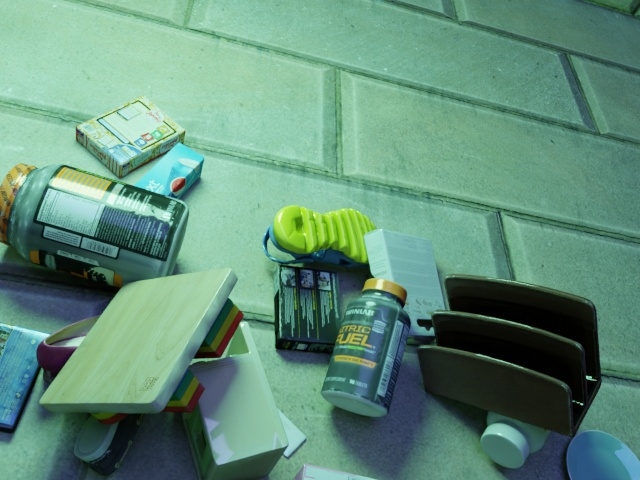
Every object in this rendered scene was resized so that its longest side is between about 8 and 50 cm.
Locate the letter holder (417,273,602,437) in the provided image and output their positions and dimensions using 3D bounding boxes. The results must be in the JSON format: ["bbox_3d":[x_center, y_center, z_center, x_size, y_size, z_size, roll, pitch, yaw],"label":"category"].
[{"bbox_3d":[0.344,0.198,1.210,0.302,0.214,0.152,10,37,40],"label":"letter holder"}]

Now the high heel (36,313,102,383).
[{"bbox_3d":[-0.379,0.149,1.126,0.244,0.117,0.082,-28,66,-36],"label":"high heel"}]

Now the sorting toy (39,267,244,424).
[{"bbox_3d":[-0.266,0.176,1.020,0.089,0.256,0.257,58,39,-31],"label":"sorting toy"}]

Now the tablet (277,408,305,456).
[{"bbox_3d":[-0.072,0.343,1.164,0.083,0.006,0.054,42,51,14],"label":"tablet"}]

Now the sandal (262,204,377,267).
[{"bbox_3d":[0.000,0.000,1.387,0.318,0.138,0.126,12,63,-39],"label":"sandal"}]

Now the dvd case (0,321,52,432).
[{"bbox_3d":[-0.599,0.205,1.061,0.253,0.022,0.180,15,50,-10],"label":"dvd case"}]

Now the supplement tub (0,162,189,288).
[{"bbox_3d":[-0.420,-0.025,1.200,0.316,0.193,0.193,18,49,-7],"label":"supplement tub"}]

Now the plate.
[{"bbox_3d":[0.573,0.475,1.295,0.188,0.024,0.188,11,51,-14],"label":"plate"}]

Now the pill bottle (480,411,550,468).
[{"bbox_3d":[0.401,0.343,1.272,0.118,0.117,0.208,40,50,12],"label":"pill bottle"}]

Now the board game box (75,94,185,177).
[{"bbox_3d":[-0.428,-0.241,1.466,0.147,0.045,0.193,40,50,13],"label":"board game box"}]

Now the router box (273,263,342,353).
[{"bbox_3d":[-0.027,0.139,1.317,0.133,0.046,0.178,8,51,-15],"label":"router box"}]

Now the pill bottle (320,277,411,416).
[{"bbox_3d":[0.095,0.196,1.224,0.131,0.130,0.245,21,65,-4],"label":"pill bottle"}]

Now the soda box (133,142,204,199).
[{"bbox_3d":[-0.337,-0.118,1.390,0.071,0.067,0.210,30,49,4],"label":"soda box"}]

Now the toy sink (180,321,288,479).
[{"bbox_3d":[-0.165,0.277,1.084,0.131,0.152,0.234,-7,57,-25],"label":"toy sink"}]

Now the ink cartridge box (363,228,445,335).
[{"bbox_3d":[0.191,0.098,1.397,0.189,0.066,0.232,10,67,-46],"label":"ink cartridge box"}]

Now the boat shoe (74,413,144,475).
[{"bbox_3d":[-0.328,0.278,1.079,0.081,0.068,0.227,-7,38,24],"label":"boat shoe"}]

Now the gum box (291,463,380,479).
[{"bbox_3d":[0.045,0.435,1.067,0.189,0.107,0.062,16,49,-9],"label":"gum box"}]
